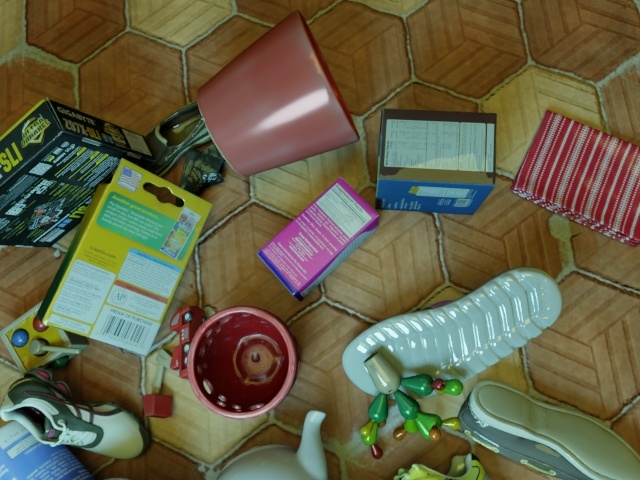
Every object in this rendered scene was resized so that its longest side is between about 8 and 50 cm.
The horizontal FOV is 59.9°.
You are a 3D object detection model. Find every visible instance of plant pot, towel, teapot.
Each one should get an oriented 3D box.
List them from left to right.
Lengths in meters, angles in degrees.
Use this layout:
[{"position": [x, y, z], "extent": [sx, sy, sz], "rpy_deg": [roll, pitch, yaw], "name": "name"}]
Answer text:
[{"position": [-0.128, 0.221, 1.015], "extent": [0.190, 0.174, 0.191], "rpy_deg": [-1, 78, 4], "name": "plant pot"}, {"position": [-0.098, 0.448, 0.963], "extent": [0.255, 0.253, 0.187], "rpy_deg": [-9, 39, -17], "name": "teapot"}, {"position": [-0.086, -0.262, 1.082], "extent": [0.243, 0.275, 0.275], "rpy_deg": [-26, 77, 10], "name": "plant pot"}, {"position": [0.544, -0.127, 1.107], "extent": [0.274, 0.031, 0.199], "rpy_deg": [26, 81, 10], "name": "towel"}]

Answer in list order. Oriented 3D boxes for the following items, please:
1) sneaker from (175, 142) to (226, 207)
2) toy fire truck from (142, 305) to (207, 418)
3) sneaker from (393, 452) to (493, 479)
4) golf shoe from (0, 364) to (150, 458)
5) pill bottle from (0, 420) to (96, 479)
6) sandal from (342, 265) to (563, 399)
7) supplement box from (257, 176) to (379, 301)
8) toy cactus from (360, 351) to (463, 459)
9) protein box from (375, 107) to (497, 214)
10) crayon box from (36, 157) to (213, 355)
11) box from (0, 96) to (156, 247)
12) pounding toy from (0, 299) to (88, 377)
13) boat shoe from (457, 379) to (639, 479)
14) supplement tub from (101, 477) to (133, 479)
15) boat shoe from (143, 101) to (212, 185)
[{"position": [-0.242, -0.130, 1.159], "extent": [0.089, 0.051, 0.171], "rpy_deg": [12, 87, -2], "name": "sneaker"}, {"position": [-0.281, 0.234, 1.079], "extent": [0.135, 0.047, 0.192], "rpy_deg": [-25, 57, 28], "name": "toy fire truck"}, {"position": [0.134, 0.460, 0.925], "extent": [0.384, 0.145, 0.147], "rpy_deg": [0, 63, -29], "name": "sneaker"}, {"position": [-0.450, 0.344, 1.018], "extent": [0.272, 0.120, 0.105], "rpy_deg": [30, 101, -11], "name": "golf shoe"}, {"position": [-0.497, 0.463, 1.006], "extent": [0.272, 0.152, 0.152], "rpy_deg": [41, 84, 12], "name": "pill bottle"}, {"position": [0.241, 0.177, 1.033], "extent": [0.415, 0.102, 0.170], "rpy_deg": [-24, 96, 16], "name": "sandal"}, {"position": [0.000, 0.000, 1.083], "extent": [0.220, 0.111, 0.114], "rpy_deg": [-41, 77, -5], "name": "supplement box"}, {"position": [0.137, 0.286, 0.986], "extent": [0.219, 0.112, 0.181], "rpy_deg": [-39, 86, 29], "name": "toy cactus"}, {"position": [0.208, -0.142, 1.050], "extent": [0.200, 0.200, 0.136], "rpy_deg": [4, 78, 6], "name": "protein box"}, {"position": [-0.367, 0.033, 1.067], "extent": [0.203, 0.083, 0.323], "rpy_deg": [28, 79, -33], "name": "crayon box"}, {"position": [-0.509, -0.106, 1.035], "extent": [0.321, 0.257, 0.079], "rpy_deg": [-35, 79, 14], "name": "box"}, {"position": [-0.534, 0.199, 1.090], "extent": [0.130, 0.100, 0.141], "rpy_deg": [-36, 78, -3], "name": "pounding toy"}, {"position": [0.404, 0.360, 0.984], "extent": [0.324, 0.097, 0.117], "rpy_deg": [23, 40, 5], "name": "boat shoe"}, {"position": [-0.294, 0.568, 0.854], "extent": [0.240, 0.241, 0.332], "rpy_deg": [-28, 109, -1], "name": "supplement tub"}, {"position": [-0.330, -0.209, 1.162], "extent": [0.257, 0.095, 0.095], "rpy_deg": [-38, 78, -4], "name": "boat shoe"}]
